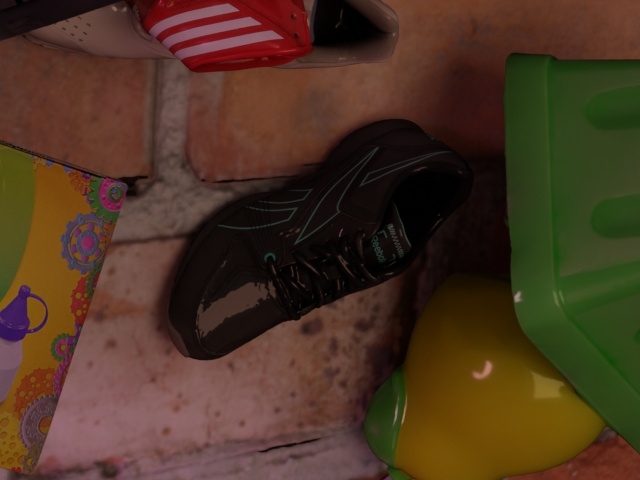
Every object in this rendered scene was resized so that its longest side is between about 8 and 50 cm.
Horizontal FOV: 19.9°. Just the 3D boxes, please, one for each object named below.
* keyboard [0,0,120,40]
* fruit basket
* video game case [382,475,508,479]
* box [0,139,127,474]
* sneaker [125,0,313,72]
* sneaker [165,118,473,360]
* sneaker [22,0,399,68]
[{"bbox_3d":[-0.221,-0.197,1.062,0.201,0.317,0.033,59,28,-34],"label":"keyboard"},{"bbox_3d":[0.206,0.052,1.480,0.392,0.392,0.283,29,51,-38],"label":"fruit basket"},{"bbox_3d":[0.101,0.246,1.584,0.157,0.019,0.143,-34,122,-23],"label":"video game case"},{"bbox_3d":[-0.318,-0.012,1.028,0.290,0.279,0.177,19,87,-37],"label":"box"},{"bbox_3d":[-0.023,-0.190,1.188,0.221,0.087,0.128,-38,94,-9],"label":"sneaker"},{"bbox_3d":[0.000,0.000,1.378,0.267,0.106,0.101,-39,125,-17],"label":"sneaker"},{"bbox_3d":[-0.074,-0.170,1.254,0.297,0.129,0.111,-3,109,-33],"label":"sneaker"}]
